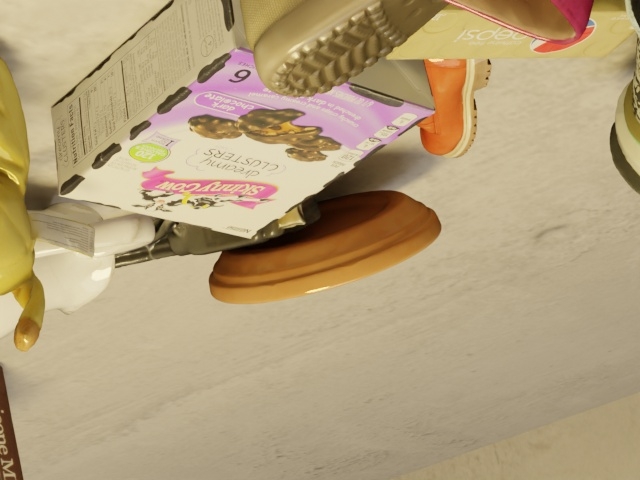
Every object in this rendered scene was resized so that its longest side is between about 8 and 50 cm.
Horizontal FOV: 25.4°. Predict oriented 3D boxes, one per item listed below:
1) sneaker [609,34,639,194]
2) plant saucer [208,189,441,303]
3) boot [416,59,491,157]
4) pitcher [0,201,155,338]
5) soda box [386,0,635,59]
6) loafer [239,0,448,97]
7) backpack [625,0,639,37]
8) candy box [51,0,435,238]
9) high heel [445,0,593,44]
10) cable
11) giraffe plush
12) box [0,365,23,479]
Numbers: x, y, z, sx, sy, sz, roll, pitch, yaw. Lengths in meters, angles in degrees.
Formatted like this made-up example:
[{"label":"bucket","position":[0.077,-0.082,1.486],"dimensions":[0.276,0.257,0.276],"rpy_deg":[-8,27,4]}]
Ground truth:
[{"label":"sneaker","position":[0.405,-0.160,1.027],"dimensions":[0.410,0.158,0.182],"rpy_deg":[-22,144,3]},{"label":"plant saucer","position":[0.000,0.000,1.176],"dimensions":[0.199,0.037,0.200],"rpy_deg":[-15,-167,4]},{"label":"boot","position":[0.071,-0.106,1.020],"dimensions":[0.084,0.059,0.158],"rpy_deg":[-11,153,-4]},{"label":"pitcher","position":[-0.235,0.014,0.997],"dimensions":[0.207,0.126,0.177],"rpy_deg":[-7,170,-45]},{"label":"soda box","position":[0.122,-0.155,0.908],"dimensions":[0.181,0.058,0.061],"rpy_deg":[-5,159,-30]},{"label":"loafer","position":[0.066,-0.181,0.743],"dimensions":[0.268,0.092,0.102],"rpy_deg":[-33,166,-1]},{"label":"backpack","position":[0.286,-0.153,0.775],"dimensions":[0.191,0.225,0.253],"rpy_deg":[-50,166,-15]},{"label":"candy box","position":[-0.054,-0.083,0.922],"dimensions":[0.164,0.070,0.196],"rpy_deg":[12,148,-40]},{"label":"high heel","position":[-0.040,-0.158,0.540],"dimensions":[0.377,0.181,0.127],"rpy_deg":[-8,-178,-24]},{"label":"cable","position":[-0.117,-0.021,1.152],"dimensions":[0.287,0.072,0.139],"rpy_deg":[-10,-177,24]},{"label":"giraffe plush","position":[-0.264,-0.017,0.841],"dimensions":[0.170,0.181,0.210],"rpy_deg":[-11,148,25]},{"label":"box","position":[-0.452,0.210,1.287],"dimensions":[0.143,0.191,0.381],"rpy_deg":[-25,160,26]}]
